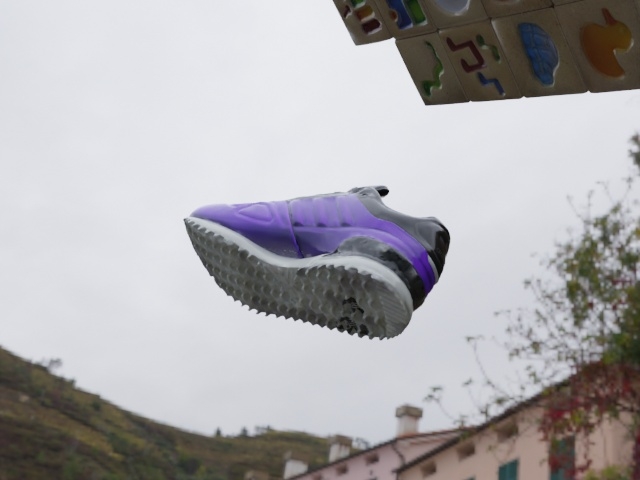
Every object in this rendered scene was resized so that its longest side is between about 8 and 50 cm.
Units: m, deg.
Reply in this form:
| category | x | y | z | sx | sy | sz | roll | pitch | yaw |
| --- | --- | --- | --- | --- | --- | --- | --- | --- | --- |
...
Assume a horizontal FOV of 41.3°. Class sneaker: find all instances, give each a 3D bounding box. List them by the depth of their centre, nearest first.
| category | x | y | z | sx | sy | sz | roll | pitch | yaw |
| --- | --- | --- | --- | --- | --- | --- | --- | --- | --- |
| sneaker | 0.000 | 0.001 | 0.837 | 0.293 | 0.146 | 0.102 | 15 | -42 | 38 |

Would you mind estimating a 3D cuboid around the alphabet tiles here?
| category | x | y | z | sx | sy | sz | roll | pitch | yaw |
| --- | --- | --- | --- | --- | --- | --- | --- | --- | --- |
| alphabet tiles | 0.070 | -0.211 | 0.506 | 0.285 | 0.011 | 0.342 | 61 | -21 | -19 |
